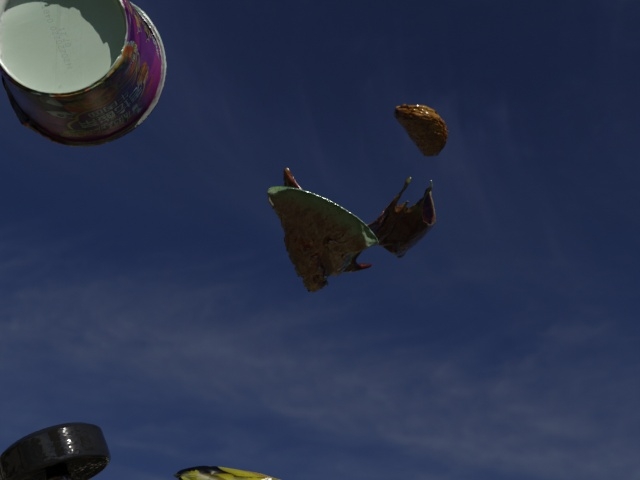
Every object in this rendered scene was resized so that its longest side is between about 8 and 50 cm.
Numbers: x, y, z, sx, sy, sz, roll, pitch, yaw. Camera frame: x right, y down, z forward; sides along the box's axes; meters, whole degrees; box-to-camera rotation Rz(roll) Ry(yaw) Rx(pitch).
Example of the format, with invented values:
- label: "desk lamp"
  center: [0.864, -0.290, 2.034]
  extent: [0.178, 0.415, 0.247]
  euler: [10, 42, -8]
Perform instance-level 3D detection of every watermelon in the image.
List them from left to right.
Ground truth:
- label: "watermelon"
  center: [0.002, -0.010, 1.172]
  extent: [0.101, 0.080, 0.155]
  euler: [-12, -63, 44]

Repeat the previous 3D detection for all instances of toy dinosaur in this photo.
- label: "toy dinosaur"
  center: [0.081, -0.043, 1.565]
  extent: [0.327, 0.113, 0.206]
  euler: [-19, -28, -29]

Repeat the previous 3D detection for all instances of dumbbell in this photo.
- label: "dumbbell"
  center: [-0.340, 0.375, 1.414]
  extent: [0.152, 0.218, 0.152]
  euler: [-20, -23, -9]

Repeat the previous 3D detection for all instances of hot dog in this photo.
- label: "hot dog"
  center: [0.126, -0.141, 1.289]
  extent: [0.058, 0.035, 0.083]
  euler: [13, -28, 46]

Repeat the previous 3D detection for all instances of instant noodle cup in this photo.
- label: "instant noodle cup"
  center: [-0.354, -0.274, 1.479]
  extent: [0.251, 0.251, 0.190]
  euler: [4, -7, -1]

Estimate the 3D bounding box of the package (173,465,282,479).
- label: "package"
  center: [-0.026, 0.290, 1.020]
  extent: [0.226, 0.090, 0.168]
  euler: [20, -14, 24]
